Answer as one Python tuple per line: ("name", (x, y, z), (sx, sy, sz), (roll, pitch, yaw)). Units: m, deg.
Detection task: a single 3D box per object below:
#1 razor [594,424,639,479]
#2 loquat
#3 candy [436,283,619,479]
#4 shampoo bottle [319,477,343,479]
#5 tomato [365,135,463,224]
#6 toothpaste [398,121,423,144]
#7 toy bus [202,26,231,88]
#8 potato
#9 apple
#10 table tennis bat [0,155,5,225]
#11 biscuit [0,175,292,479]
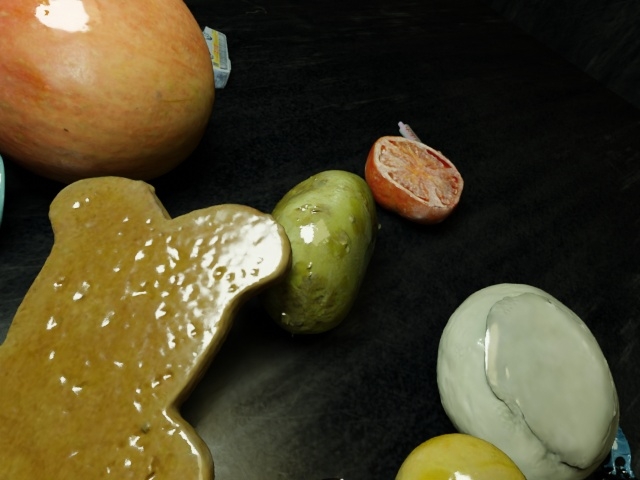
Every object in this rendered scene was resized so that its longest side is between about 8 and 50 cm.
("razor", (0.480, 0.280, 0.771), (0.082, 0.042, 0.253), (14, 46, -8))
("loquat", (0.160, 0.324, 0.531), (0.205, 0.149, 0.172), (-10, 71, -3))
("candy", (0.299, 0.206, 0.668), (0.296, 0.185, 0.295), (8, 65, -18))
("shampoo bottle", (0.036, 0.393, 0.451), (0.104, 0.104, 0.278), (-2, 52, -23))
("tomato", (0.196, -0.121, 0.973), (0.237, 0.095, 0.236), (14, 44, -14))
("toothpaste", (0.247, -0.241, 1.144), (0.045, 0.028, 0.170), (-18, 63, -25))
("toy bus", (-0.265, -0.446, 1.100), (0.075, 0.064, 0.190), (10, 47, -30))
("potato", (0.000, 0.000, 0.717), (0.173, 0.210, 0.307), (6, 41, 16))
("apple", (-0.342, -0.256, 0.706), (0.364, 0.364, 0.364), (11, 48, -12))
("table tennis bat", (-0.493, -0.082, 0.663), (0.033, 0.124, 0.201), (5, 24, -44))
("biscuit", (-0.250, 0.110, 0.533), (0.368, 0.076, 0.394), (13, 64, 10))
